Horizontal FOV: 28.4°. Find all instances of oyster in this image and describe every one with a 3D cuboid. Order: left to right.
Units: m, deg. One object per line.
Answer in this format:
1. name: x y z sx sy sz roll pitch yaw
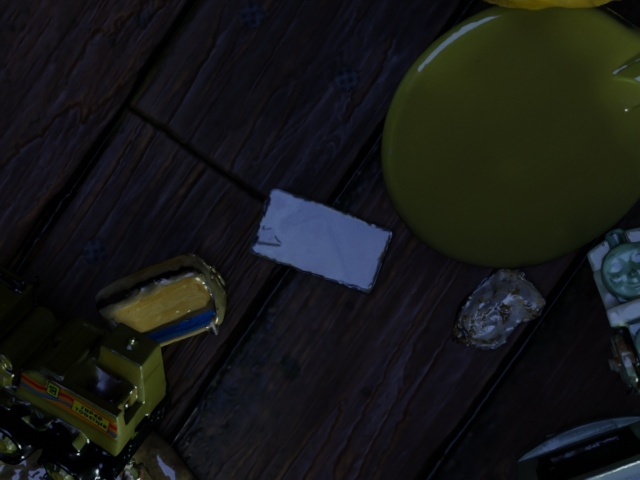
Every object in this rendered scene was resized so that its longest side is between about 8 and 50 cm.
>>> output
1. oyster: 0.144 0.060 1.056 0.083 0.019 0.054 -39 86 5

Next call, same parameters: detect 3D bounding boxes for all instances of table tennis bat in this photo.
1. table tennis bat: 0.219 -0.114 0.989 0.369 0.054 0.224 -29 118 7

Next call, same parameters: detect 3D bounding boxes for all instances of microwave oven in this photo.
1. microwave oven: 0.228 0.222 0.946 0.123 0.208 0.162 -22 87 8

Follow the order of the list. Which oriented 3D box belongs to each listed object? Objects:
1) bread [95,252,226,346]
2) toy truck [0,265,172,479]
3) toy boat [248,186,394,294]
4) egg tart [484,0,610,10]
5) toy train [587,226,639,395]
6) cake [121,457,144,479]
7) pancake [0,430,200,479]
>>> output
1. bread: -0.134 0.052 1.083 0.106 0.053 0.072 -20 110 11
2. toy truck: -0.252 0.090 1.036 0.257 0.127 0.127 25 137 15
3. toy boat: 0.000 0.000 1.079 0.115 0.016 0.063 21 92 7
4. egg tart: 0.195 -0.251 0.928 0.341 0.341 0.129 -3 116 9
5. toy train: 0.245 0.050 0.954 0.081 0.194 0.125 -21 81 11
6. cake: -0.144 0.251 1.050 0.055 0.051 0.140 3 91 7
7. pancake: -0.216 0.289 1.103 0.286 0.033 0.288 33 95 7
